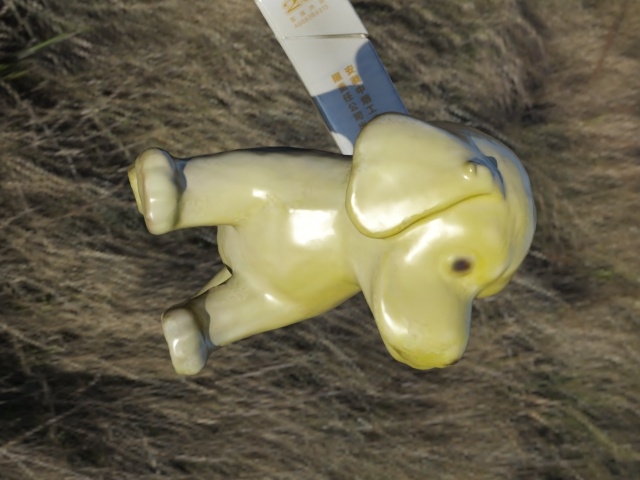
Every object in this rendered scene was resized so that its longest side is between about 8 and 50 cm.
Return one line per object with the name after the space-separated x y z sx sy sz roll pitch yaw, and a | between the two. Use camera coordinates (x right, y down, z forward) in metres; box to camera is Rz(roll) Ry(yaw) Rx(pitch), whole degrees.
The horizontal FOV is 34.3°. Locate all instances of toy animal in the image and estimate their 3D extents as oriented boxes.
-0.009 0.003 0.517 0.168 0.233 0.121 -13 95 -23 | toy animal

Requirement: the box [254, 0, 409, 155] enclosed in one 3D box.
0.024 -0.125 0.859 0.233 0.067 0.149 58 3 -21 | box
